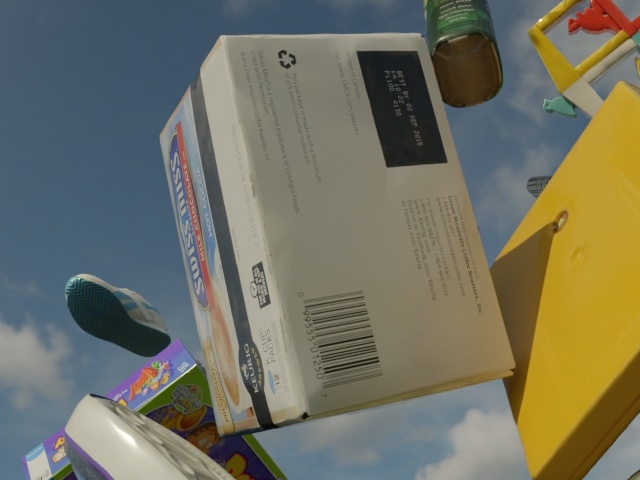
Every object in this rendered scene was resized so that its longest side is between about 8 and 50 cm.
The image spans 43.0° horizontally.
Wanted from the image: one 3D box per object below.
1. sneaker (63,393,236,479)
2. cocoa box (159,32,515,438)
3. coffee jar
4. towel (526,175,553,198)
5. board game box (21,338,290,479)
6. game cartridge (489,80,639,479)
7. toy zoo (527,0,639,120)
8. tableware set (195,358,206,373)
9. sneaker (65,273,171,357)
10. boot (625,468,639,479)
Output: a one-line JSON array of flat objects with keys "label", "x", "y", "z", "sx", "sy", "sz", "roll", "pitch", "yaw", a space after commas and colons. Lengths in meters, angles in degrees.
[{"label": "sneaker", "x": -0.100, "y": 0.274, "z": 0.486, "sx": 0.236, "sy": 0.322, "sz": 0.130, "roll": -50, "pitch": -19, "yaw": -7}, {"label": "cocoa box", "x": 0.000, "y": 0.000, "z": 0.817, "sx": 0.231, "sy": 0.347, "sz": 0.228, "roll": -7, "pitch": -13, "yaw": -28}, {"label": "coffee jar", "x": 0.166, "y": -0.244, "z": 0.963, "sx": 0.079, "sy": 0.184, "sz": 0.096, "roll": -13, "pitch": -51, "yaw": 14}, {"label": "towel", "x": 0.488, "y": 0.020, "z": 1.271, "sx": 0.324, "sy": 0.312, "sz": 0.056, "roll": 43, "pitch": -96, "yaw": -12}, {"label": "board game box", "x": -0.172, "y": 0.328, "z": 1.037, "sx": 0.233, "sy": 0.078, "sz": 0.347, "roll": -38, "pitch": -60, "yaw": -10}, {"label": "game cartridge", "x": 0.258, "y": 0.025, "z": 0.753, "sx": 0.052, "sy": 0.324, "sz": 0.285, "roll": 24, "pitch": -64, "yaw": -11}, {"label": "toy zoo", "x": 0.406, "y": -0.264, "z": 1.044, "sx": 0.293, "sy": 0.192, "sz": 0.030, "roll": -39, "pitch": -14, "yaw": 13}, {"label": "tableware set", "x": -0.177, "y": 0.288, "z": 1.545, "sx": 0.141, "sy": 0.169, "sz": 0.020, "roll": -31, "pitch": -5, "yaw": -29}, {"label": "sneaker", "x": -0.365, "y": 0.124, "z": 1.437, "sx": 0.087, "sy": 0.092, "sz": 0.229, "roll": -39, "pitch": -47, "yaw": 5}, {"label": "boot", "x": 0.329, "y": 0.229, "z": 0.598, "sx": 0.213, "sy": 0.165, "sz": 0.077, "roll": -26, "pitch": -54, "yaw": 8}]
